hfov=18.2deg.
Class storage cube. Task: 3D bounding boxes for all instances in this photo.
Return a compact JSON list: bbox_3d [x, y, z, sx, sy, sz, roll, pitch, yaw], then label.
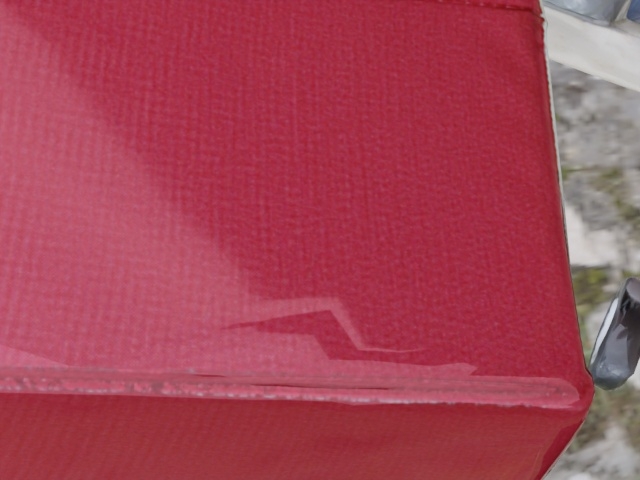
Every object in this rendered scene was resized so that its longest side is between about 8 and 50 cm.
[{"bbox_3d":[-0.062,-0.008,0.456,0.215,0.193,0.184,112,158,-58],"label":"storage cube"}]

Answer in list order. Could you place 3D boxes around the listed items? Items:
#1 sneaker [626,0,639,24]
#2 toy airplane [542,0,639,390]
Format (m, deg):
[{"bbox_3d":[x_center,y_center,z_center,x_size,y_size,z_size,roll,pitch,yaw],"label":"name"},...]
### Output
[{"bbox_3d":[0.096,-0.245,1.360,0.323,0.236,0.130,36,97,30],"label":"sneaker"},{"bbox_3d":[0.252,-0.051,0.886,0.384,0.386,0.272,12,78,46],"label":"toy airplane"}]
